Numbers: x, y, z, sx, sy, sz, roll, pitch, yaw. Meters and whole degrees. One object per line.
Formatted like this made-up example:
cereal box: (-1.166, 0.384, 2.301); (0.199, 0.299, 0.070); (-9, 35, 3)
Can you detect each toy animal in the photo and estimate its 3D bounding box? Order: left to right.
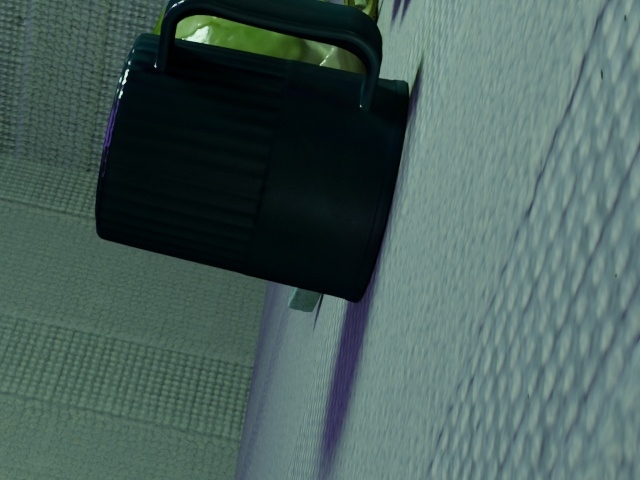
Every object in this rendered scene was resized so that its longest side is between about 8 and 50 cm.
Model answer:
toy animal: (0.054, -0.358, 2.100); (0.181, 0.073, 0.136); (-89, 4, -54)

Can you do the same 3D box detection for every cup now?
cup: (-0.072, -0.092, 1.445); (0.308, 0.292, 0.242); (109, 172, -69)

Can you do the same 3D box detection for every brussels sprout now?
brussels sprout: (-0.094, -0.231, 1.969); (0.289, 0.354, 0.281); (51, -136, -40)

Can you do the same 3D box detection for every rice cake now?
rice cake: (0.000, 0.000, 1.918); (0.042, 0.045, 0.245); (-78, 2, -53)
